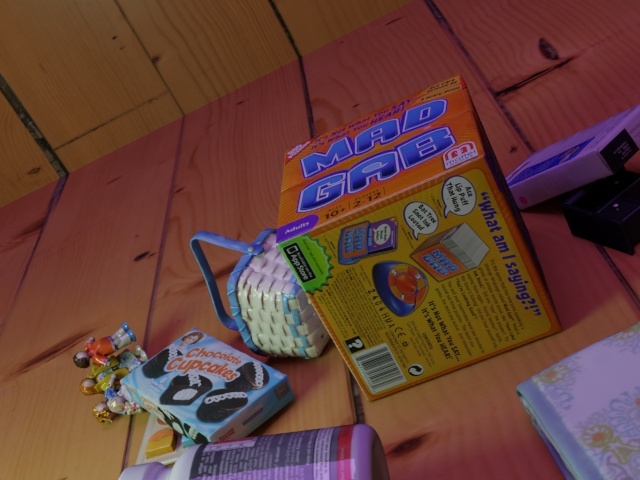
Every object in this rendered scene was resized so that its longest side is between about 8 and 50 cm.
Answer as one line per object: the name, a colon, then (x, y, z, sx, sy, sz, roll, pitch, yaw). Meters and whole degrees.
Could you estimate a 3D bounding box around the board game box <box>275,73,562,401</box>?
board game box: (0.166, -0.010, 1.700, 0.356, 0.357, 0.356, -22, 27, 13)

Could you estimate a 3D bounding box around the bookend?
bookend: (0.546, -0.063, 1.739, 0.156, 0.072, 0.157, -36, 27, -14)

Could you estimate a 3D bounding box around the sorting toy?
sorting toy: (-0.258, 0.347, 1.849, 0.208, 0.038, 0.193, -22, 27, 15)

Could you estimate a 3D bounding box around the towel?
towel: (0.463, 0.233, 1.280, 0.320, 0.090, 0.374, -25, 26, 1)

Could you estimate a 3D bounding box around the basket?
basket: (-0.109, 0.106, 1.907, 0.289, 0.255, 0.201, 9, 46, 26)

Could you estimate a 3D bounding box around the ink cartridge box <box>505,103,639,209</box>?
ink cartridge box: (0.484, -0.152, 1.888, 0.175, 0.069, 0.371, -40, 8, -25)

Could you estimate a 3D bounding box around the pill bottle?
pill bottle: (-0.089, 0.378, 1.350, 0.362, 0.210, 0.210, -8, 30, 10)

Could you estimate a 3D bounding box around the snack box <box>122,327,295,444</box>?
snack box: (-0.218, 0.279, 1.835, 0.187, 0.060, 0.322, -35, 32, -28)

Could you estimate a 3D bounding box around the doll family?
doll family: (-0.420, 0.303, 2.042, 0.163, 0.118, 0.263, -32, 43, -20)
